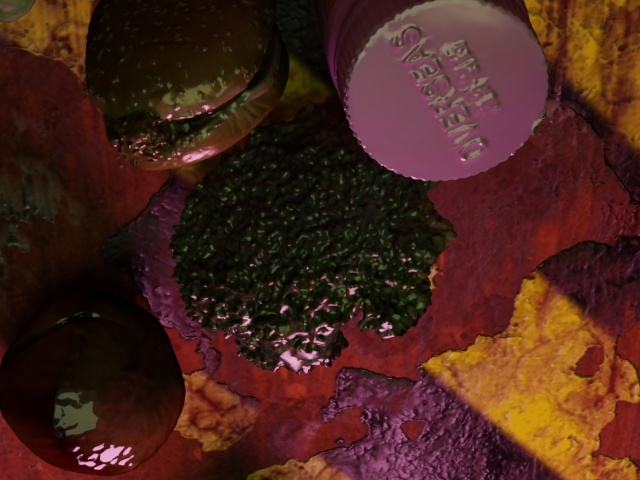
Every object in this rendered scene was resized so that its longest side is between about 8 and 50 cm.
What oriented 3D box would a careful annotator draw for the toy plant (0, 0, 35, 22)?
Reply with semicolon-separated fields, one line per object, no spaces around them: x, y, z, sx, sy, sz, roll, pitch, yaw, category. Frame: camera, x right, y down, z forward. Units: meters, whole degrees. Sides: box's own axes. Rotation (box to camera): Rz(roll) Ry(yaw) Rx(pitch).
-0.349;-0.345;1.125;0.356;0.317;0.210;30;71;-19;toy plant

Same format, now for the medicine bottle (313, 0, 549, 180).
0.088;-0.193;1.212;0.178;0.290;0.178;-3;122;-4;medicine bottle

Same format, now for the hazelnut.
-0.258;0.157;1.475;0.208;0.208;0.208;-3;123;-5;hazelnut

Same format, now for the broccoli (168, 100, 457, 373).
-0.007;-0.007;1.358;0.288;0.260;0.235;24;145;29;broccoli

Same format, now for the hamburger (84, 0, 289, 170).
-0.127;-0.165;1.252;0.189;0.215;0.122;-10;139;16;hamburger
